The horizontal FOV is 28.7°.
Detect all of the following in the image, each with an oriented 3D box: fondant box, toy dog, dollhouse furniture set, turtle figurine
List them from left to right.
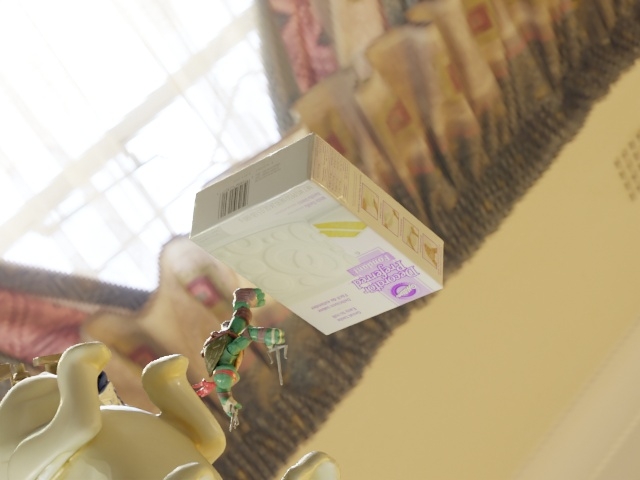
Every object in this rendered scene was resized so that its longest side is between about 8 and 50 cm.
[{"bbox_3d":[-0.517,0.275,2.206,0.151,0.123,0.144,-9,174,-25],"label":"dollhouse furniture set"},{"bbox_3d":[-0.234,0.301,1.396,0.408,0.395,0.284,25,-161,37],"label":"toy dog"},{"bbox_3d":[-0.134,0.186,2.039,0.175,0.118,0.234,-48,-158,27],"label":"turtle figurine"},{"bbox_3d":[0.000,0.000,1.913,0.238,0.330,0.096,-25,-134,32],"label":"fondant box"}]

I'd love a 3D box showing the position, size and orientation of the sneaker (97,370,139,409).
[{"bbox_3d":[-0.417,0.316,2.404,0.112,0.296,0.131,21,-90,27],"label":"sneaker"}]
